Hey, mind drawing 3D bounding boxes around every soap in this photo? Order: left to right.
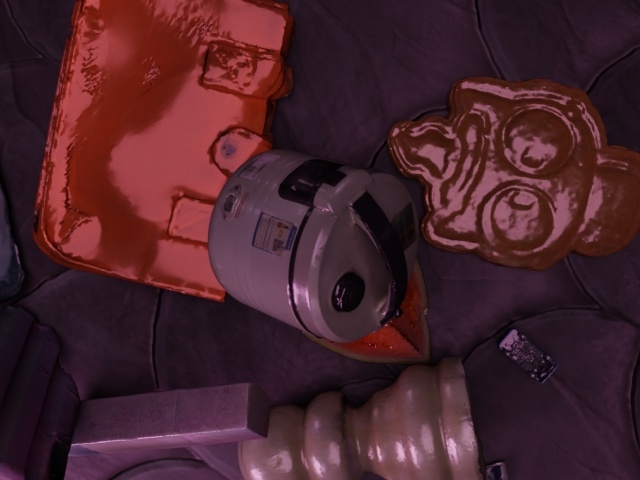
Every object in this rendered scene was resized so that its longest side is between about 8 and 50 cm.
[{"bbox_3d":[-0.421,0.215,0.943,0.193,0.324,0.109,40,102,-23],"label":"soap"}]

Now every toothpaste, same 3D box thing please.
[{"bbox_3d":[0.202,0.348,1.053,0.139,0.021,0.037,-11,97,1],"label":"toothpaste"}]

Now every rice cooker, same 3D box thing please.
[{"bbox_3d":[0.000,0.000,0.900,0.244,0.226,0.226,20,94,40],"label":"rice cooker"}]

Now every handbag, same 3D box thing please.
[{"bbox_3d":[-0.210,-0.145,1.005,0.303,0.116,0.410,13,93,2],"label":"handbag"}]

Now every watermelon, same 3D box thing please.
[{"bbox_3d":[0.081,0.080,1.011,0.192,0.137,0.145,14,62,-14],"label":"watermelon"}]

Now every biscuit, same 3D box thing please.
[{"bbox_3d":[0.275,-0.096,1.017,0.375,0.051,0.270,15,92,3],"label":"biscuit"}]

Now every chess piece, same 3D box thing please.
[{"bbox_3d":[0.050,0.275,0.995,0.330,0.182,0.183,-12,92,9],"label":"chess piece"}]

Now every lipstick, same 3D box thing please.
[{"bbox_3d":[-0.227,0.247,0.997,0.317,0.068,0.066,-10,59,19],"label":"lipstick"}]

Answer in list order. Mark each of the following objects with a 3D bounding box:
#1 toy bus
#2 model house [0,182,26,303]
[{"bbox_3d":[0.289,0.160,1.028,0.083,0.046,0.038,40,94,-2],"label":"toy bus"},{"bbox_3d":[-0.603,0.008,1.022,0.291,0.184,0.253,-16,98,17],"label":"model house"}]
